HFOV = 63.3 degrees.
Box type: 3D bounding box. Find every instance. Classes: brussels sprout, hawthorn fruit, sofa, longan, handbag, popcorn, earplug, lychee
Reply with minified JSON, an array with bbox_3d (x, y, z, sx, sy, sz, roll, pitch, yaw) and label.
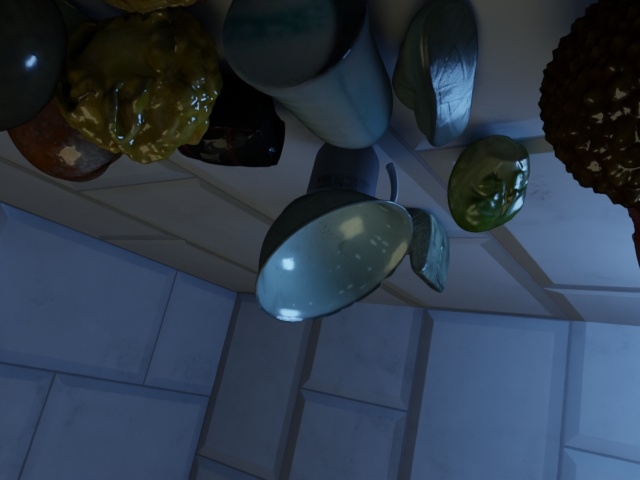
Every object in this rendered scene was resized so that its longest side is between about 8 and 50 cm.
[{"bbox_3d":[0.302,-0.104,0.945,0.162,0.143,0.180,-9,136,-33],"label":"brussels sprout"},{"bbox_3d":[-0.460,-0.241,0.975,0.231,0.262,0.235,-29,171,3],"label":"hawthorn fruit"},{"bbox_3d":[0.222,0.027,1.412,0.226,0.175,0.210,3,162,28],"label":"sofa"},{"bbox_3d":[-0.415,-0.242,0.637,0.198,0.212,0.198,38,172,6],"label":"longan"},{"bbox_3d":[-0.175,-0.210,0.934,0.216,0.155,0.169,8,172,12],"label":"handbag"},{"bbox_3d":[-0.267,-0.230,0.773,0.250,0.250,0.190,7,180,19],"label":"popcorn"},{"bbox_3d":[0.024,-0.229,0.745,0.185,0.184,0.324,6,171,23],"label":"earplug"},{"bbox_3d":[0.369,-0.165,0.541,0.268,0.267,0.267,11,164,3],"label":"lychee"}]

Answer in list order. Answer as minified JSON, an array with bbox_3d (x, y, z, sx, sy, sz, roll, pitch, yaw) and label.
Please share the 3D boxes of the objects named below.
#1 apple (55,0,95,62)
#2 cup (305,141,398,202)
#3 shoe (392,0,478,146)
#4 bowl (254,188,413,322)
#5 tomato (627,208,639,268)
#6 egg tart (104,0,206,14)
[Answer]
[{"bbox_3d":[-0.526,-0.352,0.773,0.346,0.254,0.179,23,119,-37],"label":"apple"},{"bbox_3d":[0.070,-0.134,1.033,0.174,0.141,0.134,10,163,11],"label":"cup"},{"bbox_3d":[0.154,-0.236,0.732,0.100,0.103,0.251,44,170,33],"label":"shoe"},{"bbox_3d":[0.000,0.000,0.960,0.313,0.313,0.146,34,-162,-53],"label":"bowl"},{"bbox_3d":[0.570,-0.047,0.737,0.227,0.270,0.270,-11,153,41],"label":"tomato"},{"bbox_3d":[-0.253,-0.366,0.513,0.341,0.129,0.341,11,166,3],"label":"egg tart"}]
